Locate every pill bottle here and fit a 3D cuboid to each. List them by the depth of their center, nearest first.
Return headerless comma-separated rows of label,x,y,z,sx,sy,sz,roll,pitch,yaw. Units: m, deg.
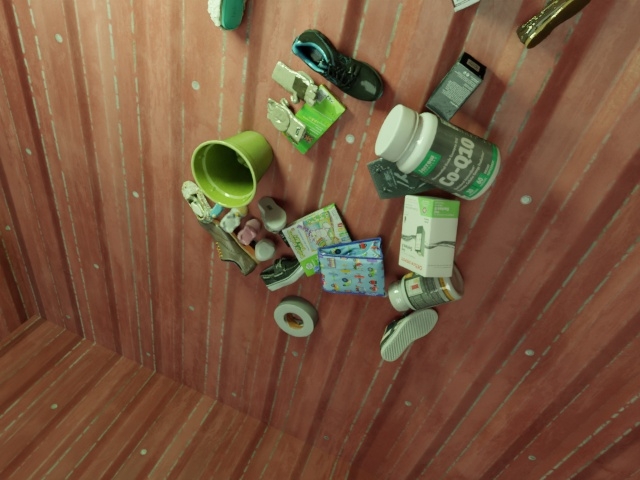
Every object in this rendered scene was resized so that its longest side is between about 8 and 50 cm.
pill bottle,0.374,-0.284,1.438,0.361,0.204,0.204,20,131,-13
pill bottle,0.431,0.197,1.832,0.279,0.162,0.162,-23,111,34

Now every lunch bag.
lunch bag,0.119,0.123,1.877,0.294,0.138,0.220,-4,128,6

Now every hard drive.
hard drive,0.316,-0.253,1.642,0.255,0.054,0.172,-12,117,29

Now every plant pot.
plant pot,-0.319,-0.307,1.761,0.276,0.254,0.276,12,126,17

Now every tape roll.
tape roll,-0.124,0.389,2.273,0.219,0.072,0.219,12,126,17

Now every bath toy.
bath toy,-0.340,-0.053,2.031,0.348,0.129,0.151,45,85,-14

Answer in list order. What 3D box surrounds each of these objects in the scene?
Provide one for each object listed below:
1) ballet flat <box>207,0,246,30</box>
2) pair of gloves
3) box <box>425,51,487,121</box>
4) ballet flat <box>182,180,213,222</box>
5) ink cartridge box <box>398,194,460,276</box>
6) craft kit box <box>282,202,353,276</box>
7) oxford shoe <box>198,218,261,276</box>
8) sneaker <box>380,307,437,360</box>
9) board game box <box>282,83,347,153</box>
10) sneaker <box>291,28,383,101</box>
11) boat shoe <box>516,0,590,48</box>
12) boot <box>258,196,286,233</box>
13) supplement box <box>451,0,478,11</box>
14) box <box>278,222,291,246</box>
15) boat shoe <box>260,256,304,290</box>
ballet flat,-0.291,-0.891,1.431,0.147,0.147,0.408,31,129,2
pair of gloves,-0.107,-0.512,1.642,0.204,0.042,0.240,35,127,19
box,0.420,-0.475,1.375,0.093,0.156,0.158,36,130,-1
ballet flat,-0.568,-0.181,2.025,0.091,0.077,0.241,-43,77,18
ink cartridge box,0.388,-0.019,1.608,0.115,0.198,0.272,1,99,-18
craft kit box,0.000,0.000,1.902,0.247,0.061,0.249,-23,112,12
oxford shoe,-0.447,0.021,2.095,0.364,0.132,0.130,40,165,-4
sneaker,0.389,0.401,2.031,0.126,0.127,0.321,41,105,-14
board game box,-0.029,-0.450,1.672,0.124,0.039,0.259,45,126,-7
sneaker,0.052,-0.566,1.488,0.341,0.139,0.125,33,128,-2
boat shoe,0.642,-0.629,1.225,0.207,0.073,0.073,-35,64,31
boot,-0.194,-0.081,1.896,0.095,0.258,0.123,-20,125,-9
supplement box,0.369,-0.765,1.214,0.073,0.130,0.239,-14,115,31
box,-0.138,-0.023,1.999,0.052,0.062,0.083,-21,111,35
boat shoe,-0.175,0.139,2.089,0.119,0.121,0.335,44,131,-15
